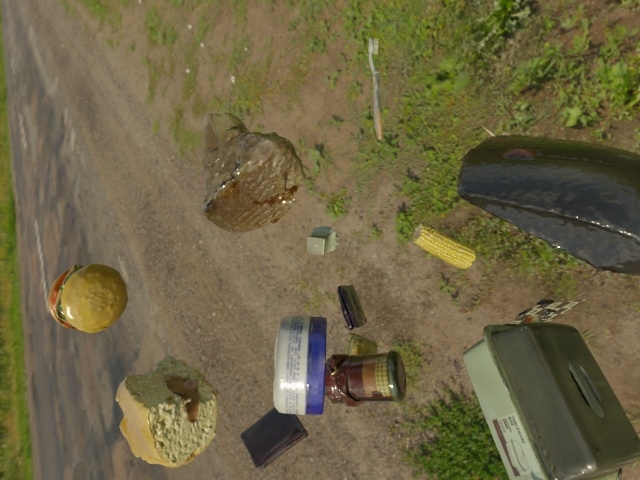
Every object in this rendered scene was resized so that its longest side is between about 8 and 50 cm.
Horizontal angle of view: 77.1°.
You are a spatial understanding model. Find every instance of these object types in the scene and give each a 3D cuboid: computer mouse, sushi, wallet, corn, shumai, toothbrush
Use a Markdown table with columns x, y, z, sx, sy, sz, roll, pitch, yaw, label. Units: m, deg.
| x | y | z | sx | sy | sz | roll | pitch | yaw | label |
| --- | --- | --- | --- | --- | --- | --- | --- | --- | --- |
| 0.323 | -0.068 | 0.496 | 0.295 | 0.168 | 0.087 | 27 | 145 | 19 | computer mouse |
| 0.657 | 0.220 | 1.232 | 0.210 | 0.192 | 0.040 | 113 | 149 | -51 | sushi |
| 0.078 | 0.167 | 1.024 | 0.030 | 0.166 | 0.111 | -23 | 78 | 11 | wallet |
| 0.468 | 0.024 | 1.524 | 0.244 | 0.093 | 0.094 | 28 | 114 | 2 | corn |
| -0.197 | -0.195 | 1.060 | 0.346 | 0.216 | 0.283 | -51 | 44 | 42 | shumai |
| 0.172 | -0.478 | 1.247 | 0.028 | 0.037 | 0.376 | 117 | 154 | -70 | toothbrush |
| -0.185 | 0.761 | 1.578 | 0.182 | 0.229 | 0.049 | 41 | 153 | 42 | wallet |

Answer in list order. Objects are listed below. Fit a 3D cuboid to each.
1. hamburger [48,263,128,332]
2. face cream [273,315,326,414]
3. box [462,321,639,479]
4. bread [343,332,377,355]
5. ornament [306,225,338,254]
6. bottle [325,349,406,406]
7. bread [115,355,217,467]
| x | y | z | sx | sy | sz | roll | pitch | yaw | label |
| --- | --- | --- | --- | --- | --- | --- | --- | --- | --- |
| -0.527 | 0.129 | 0.919 | 0.115 | 0.162 | 0.162 | -1 | 86 | 27 | hamburger |
| -0.043 | 0.268 | 0.875 | 0.206 | 0.110 | 0.206 | 1 | -90 | -89 | face cream |
| 0.416 | 0.293 | 0.742 | 0.166 | 0.220 | 0.291 | -51 | 41 | 43 | box |
| 0.159 | 0.497 | 1.674 | 0.102 | 0.138 | 0.197 | -3 | 67 | 64 | bread |
| 0.014 | -0.002 | 1.720 | 0.285 | 0.129 | 0.121 | -43 | -39 | -86 | ornament |
| 0.091 | 0.379 | 1.109 | 0.270 | 0.143 | 0.156 | -11 | 100 | 21 | bottle |
| -0.366 | 0.426 | 0.963 | 0.223 | 0.183 | 0.212 | 6 | 103 | 44 | bread |
